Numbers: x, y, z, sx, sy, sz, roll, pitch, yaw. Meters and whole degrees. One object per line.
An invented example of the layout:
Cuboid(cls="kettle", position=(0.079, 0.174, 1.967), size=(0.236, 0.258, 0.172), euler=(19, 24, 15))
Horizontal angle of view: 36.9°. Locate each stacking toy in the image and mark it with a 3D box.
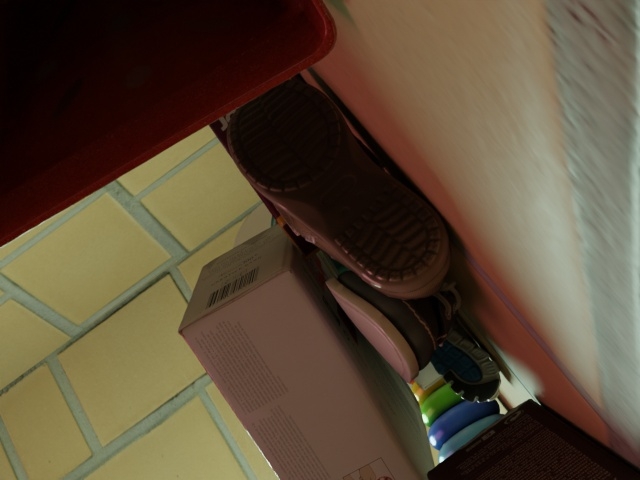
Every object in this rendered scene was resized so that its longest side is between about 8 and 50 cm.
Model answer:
Cuboid(cls="stacking toy", position=(0.188, 0.235, 1.414), size=(0.330, 0.141, 0.141), euler=(58, -179, 27))

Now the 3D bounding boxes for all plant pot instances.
Cuboid(cls="plant pot", position=(-0.184, -0.199, 0.563), size=(0.267, 0.267, 0.236), euler=(55, -170, -37))

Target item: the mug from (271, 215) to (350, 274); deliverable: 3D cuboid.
Cuboid(cls="mug", position=(-0.006, -0.007, 1.269), size=(0.129, 0.158, 0.097), euler=(22, -172, -8))

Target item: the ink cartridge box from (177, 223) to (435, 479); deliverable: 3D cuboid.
Cuboid(cls="ink cartridge box", position=(-0.004, 0.144, 1.049), size=(0.309, 0.130, 0.272), euler=(58, -172, -13))

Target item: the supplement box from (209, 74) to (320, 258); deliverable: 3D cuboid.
Cuboid(cls="supplement box", position=(-0.031, -0.090, 0.957), size=(0.188, 0.104, 0.081), euler=(53, 179, 31))

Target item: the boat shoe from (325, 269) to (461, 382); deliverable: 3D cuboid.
Cuboid(cls="boat shoe", position=(0.078, 0.056, 0.918), size=(0.116, 0.099, 0.319), euler=(52, 180, 2))

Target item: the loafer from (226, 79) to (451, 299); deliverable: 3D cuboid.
Cuboid(cls="loafer", position=(0.012, -0.036, 0.801), size=(0.268, 0.102, 0.092), euler=(50, 175, 36))

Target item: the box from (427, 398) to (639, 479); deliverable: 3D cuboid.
Cuboid(cls="box", position=(0.215, 0.269, 0.770), size=(0.191, 0.143, 0.381), euler=(54, 177, 0))

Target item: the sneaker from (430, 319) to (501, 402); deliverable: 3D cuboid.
Cuboid(cls="sneaker", position=(0.142, 0.118, 1.122), size=(0.191, 0.071, 0.083), euler=(54, -175, 27))

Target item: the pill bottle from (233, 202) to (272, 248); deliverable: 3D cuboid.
Cuboid(cls="pill bottle", position=(0.022, 0.103, 1.727), size=(0.392, 0.224, 0.224), euler=(54, 179, -39))

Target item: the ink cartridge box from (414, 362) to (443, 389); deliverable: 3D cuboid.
Cuboid(cls="ink cartridge box", position=(0.112, 0.099, 1.264), size=(0.148, 0.086, 0.203), euler=(55, 178, -4))
